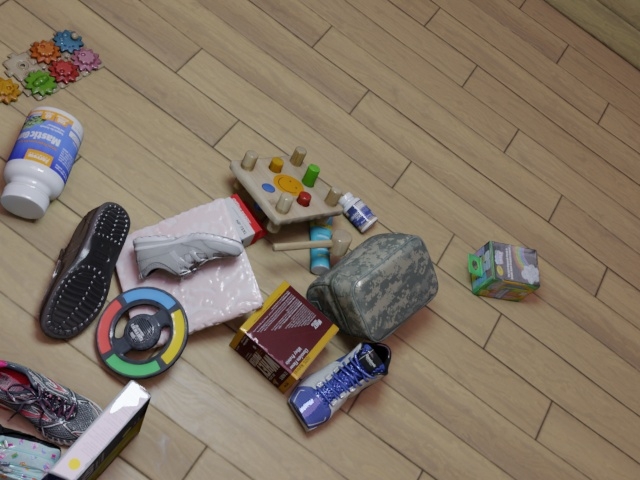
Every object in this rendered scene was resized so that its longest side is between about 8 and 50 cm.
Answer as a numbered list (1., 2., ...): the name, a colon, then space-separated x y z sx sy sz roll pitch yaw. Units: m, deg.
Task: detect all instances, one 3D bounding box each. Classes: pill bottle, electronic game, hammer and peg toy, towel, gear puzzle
1. pill bottle: 0.110 -0.086 2.222 0.067 0.067 0.120 -38 81 -32
2. electronic game: -0.435 0.223 1.804 0.229 0.048 0.229 -1 72 4
3. pill bottle: -0.724 -0.198 1.910 0.152 0.152 0.272 16 58 -12
4. hammer and peg toy: -0.068 -0.111 2.052 0.265 0.127 0.361 -10 50 -41
5. towel: -0.348 0.086 1.898 0.331 0.053 0.317 -21 71 -2
6. gear puzzle: -0.798 -0.494 2.102 0.175 0.044 0.339 45 57 6

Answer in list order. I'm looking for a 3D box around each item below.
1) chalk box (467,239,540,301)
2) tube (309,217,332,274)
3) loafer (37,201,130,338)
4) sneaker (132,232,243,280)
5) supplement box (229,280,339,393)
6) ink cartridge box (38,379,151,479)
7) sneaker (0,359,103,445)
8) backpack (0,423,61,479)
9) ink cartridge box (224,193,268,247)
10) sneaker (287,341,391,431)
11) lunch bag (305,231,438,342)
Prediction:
1. chalk box: 0.540 0.092 2.257 0.212 0.132 0.133 11 61 -14
2. tube: 0.000 0.000 2.151 0.080 0.052 0.207 18 52 -24
3. loafer: -0.596 0.077 1.851 0.134 0.130 0.366 41 60 -37
4. sneaker: -0.327 0.043 1.847 0.281 0.105 0.115 -4 85 10
5. supplement box: -0.095 0.252 1.928 0.194 0.129 0.191 41 57 4
6. ink cartridge box: -0.492 0.465 1.560 0.072 0.304 0.307 38 58 2
7. sneaker: -0.631 0.368 1.672 0.299 0.112 0.121 26 58 -8
8. backpack: -0.660 0.473 1.598 0.182 0.152 0.115 24 62 -23
9. ink cartridge box: -0.260 -0.037 2.046 0.231 0.078 0.134 -29 74 -30
10. sneaker: 0.068 0.346 1.910 0.315 0.182 0.127 -30 76 -31
11. lunch bag: 0.134 0.115 2.022 0.305 0.256 0.213 -36 117 -30
